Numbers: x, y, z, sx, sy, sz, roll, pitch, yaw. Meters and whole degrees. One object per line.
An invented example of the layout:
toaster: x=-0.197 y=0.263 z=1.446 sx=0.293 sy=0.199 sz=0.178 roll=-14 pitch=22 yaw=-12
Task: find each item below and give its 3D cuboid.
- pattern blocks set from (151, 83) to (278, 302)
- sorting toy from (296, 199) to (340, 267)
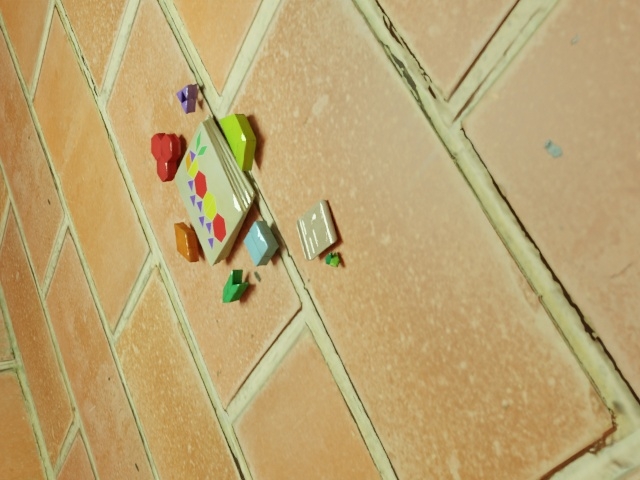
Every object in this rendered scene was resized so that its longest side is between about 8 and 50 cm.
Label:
pattern blocks set: x=-0.157 y=-0.074 z=1.179 sx=0.285 sy=0.026 sz=0.324 roll=-44 pitch=60 yaw=50
sorting toy: x=0.000 y=0.000 z=0.978 sx=0.062 sy=0.012 sz=0.083 roll=-36 pitch=63 yaw=47
